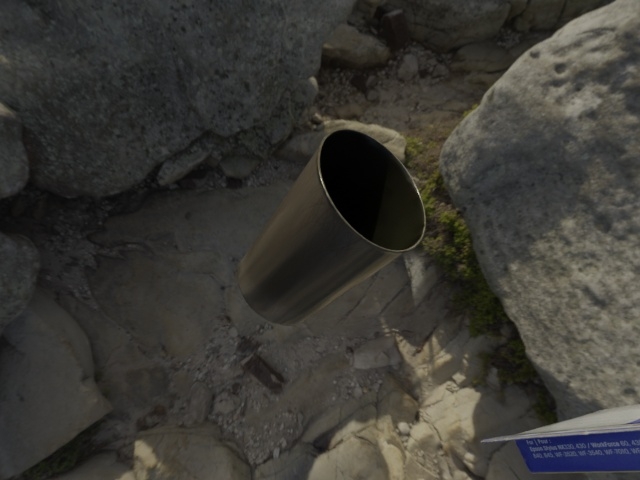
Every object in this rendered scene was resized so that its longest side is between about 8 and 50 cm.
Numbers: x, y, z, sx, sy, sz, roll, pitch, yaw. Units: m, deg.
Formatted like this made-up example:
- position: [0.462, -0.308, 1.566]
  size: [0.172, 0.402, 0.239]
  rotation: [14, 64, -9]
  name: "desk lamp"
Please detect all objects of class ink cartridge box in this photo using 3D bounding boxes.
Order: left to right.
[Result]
- position: [0.422, 0.245, 0.558]
  size: [0.306, 0.303, 0.072]
  rotation: [2, 65, -33]
  name: "ink cartridge box"

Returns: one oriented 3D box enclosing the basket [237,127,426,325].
- position: [0.000, 0.000, 0.574]
  size: [0.154, 0.227, 0.205]
  rotation: [33, 39, -15]
  name: "basket"
